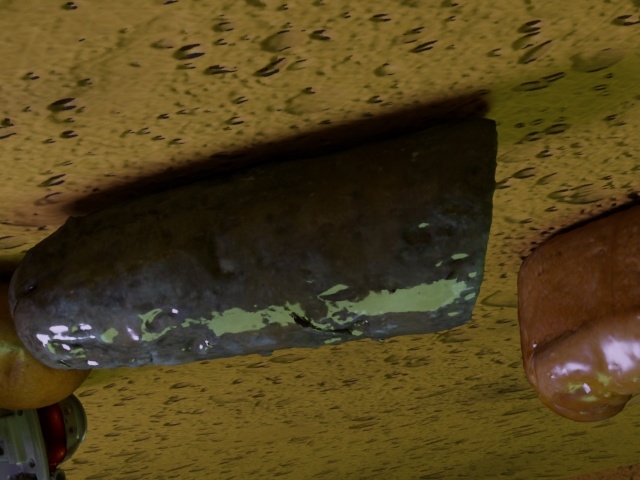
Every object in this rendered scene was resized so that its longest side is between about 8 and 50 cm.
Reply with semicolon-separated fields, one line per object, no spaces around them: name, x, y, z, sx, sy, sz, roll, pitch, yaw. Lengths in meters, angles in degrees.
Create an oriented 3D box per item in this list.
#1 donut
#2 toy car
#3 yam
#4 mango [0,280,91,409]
donut;0.316;0.053;1.400;0.317;0.150;0.299;-9;164;-7
toy car;-0.273;0.172;1.545;0.139;0.112;0.112;-10;-177;37
yam;-0.039;0.016;1.081;0.330;0.133;0.133;-12;164;6
mango;-0.224;0.072;1.243;0.115;0.089;0.165;1;160;-4
